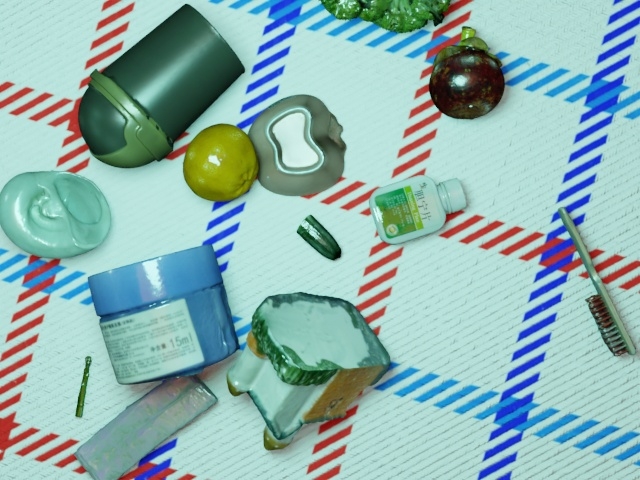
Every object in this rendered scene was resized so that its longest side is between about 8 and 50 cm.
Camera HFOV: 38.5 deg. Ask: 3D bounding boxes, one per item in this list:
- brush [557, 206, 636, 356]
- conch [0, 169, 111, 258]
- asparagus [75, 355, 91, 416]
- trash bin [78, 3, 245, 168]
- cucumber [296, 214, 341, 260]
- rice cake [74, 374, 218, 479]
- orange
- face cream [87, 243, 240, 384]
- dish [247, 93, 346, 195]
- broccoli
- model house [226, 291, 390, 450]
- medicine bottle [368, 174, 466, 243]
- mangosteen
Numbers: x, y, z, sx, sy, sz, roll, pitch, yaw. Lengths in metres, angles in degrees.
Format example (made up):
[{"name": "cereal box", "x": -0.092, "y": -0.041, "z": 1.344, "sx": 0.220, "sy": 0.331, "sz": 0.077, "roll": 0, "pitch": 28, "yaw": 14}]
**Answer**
[{"name": "brush", "x": 0.535, "y": 0.084, "z": 1.816, "sx": 0.050, "sy": 0.060, "sz": 0.321, "roll": -25, "pitch": 89, "yaw": 12}, {"name": "conch", "x": -0.525, "y": -0.053, "z": 1.817, "sx": 0.221, "sy": 0.121, "sz": 0.185, "roll": 30, "pitch": 86, "yaw": -5}, {"name": "asparagus", "x": -0.481, "y": 0.296, "z": 1.861, "sx": 0.015, "sy": 0.018, "sz": 0.127, "roll": 10, "pitch": 89, "yaw": -33}, {"name": "trash bin", "x": -0.324, "y": -0.284, "z": 1.771, "sx": 0.334, "sy": 0.214, "sz": 0.214, "roll": -43, "pitch": 88, "yaw": -2}, {"name": "cucumber", "x": 0.000, "y": 0.000, "z": 1.835, "sx": 0.048, "sy": 0.048, "sz": 0.105, "roll": -45, "pitch": 88, "yaw": 1}, {"name": "rice cake", "x": -0.351, "y": 0.371, "z": 1.840, "sx": 0.298, "sy": 0.050, "sz": 0.106, "roll": -39, "pitch": 89, "yaw": 1}, {"name": "orange", "x": -0.191, "y": -0.149, "z": 1.790, "sx": 0.136, "sy": 0.159, "sz": 0.159, "roll": 33, "pitch": 90, "yaw": 18}, {"name": "face cream", "x": -0.296, "y": 0.142, "z": 1.745, "sx": 0.249, "sy": 0.249, "sz": 0.225, "roll": -14, "pitch": 91, "yaw": 1}, {"name": "dish", "x": -0.047, "y": -0.192, "z": 1.820, "sx": 0.213, "sy": 0.090, "sz": 0.213, "roll": 0, "pitch": 89, "yaw": 2}, {"name": "broccoli", "x": 0.136, "y": -0.550, "z": 1.730, "sx": 0.304, "sy": 0.283, "sz": 0.321, "roll": -8, "pitch": 107, "yaw": -9}, {"name": "model house", "x": -0.057, "y": 0.273, "z": 1.773, "sx": 0.190, "sy": 0.271, "sz": 0.300, "roll": 50, "pitch": 121, "yaw": 33}, {"name": "medicine bottle", "x": 0.194, "y": -0.067, "z": 1.822, "sx": 0.183, "sy": 0.069, "sz": 0.119, "roll": -17, "pitch": 86, "yaw": 0}, {"name": "mangosteen", "x": 0.278, "y": -0.324, "z": 1.799, "sx": 0.146, "sy": 0.156, "sz": 0.181, "roll": -35, "pitch": 57, "yaw": 25}]
